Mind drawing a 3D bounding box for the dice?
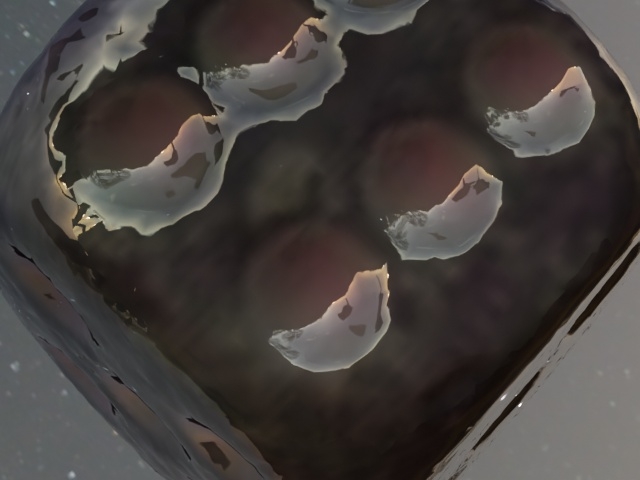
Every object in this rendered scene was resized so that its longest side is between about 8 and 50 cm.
[{"bbox_3d":[0.000,0.000,0.666,0.270,0.270,0.271,-44,-15,-20],"label":"dice"}]
